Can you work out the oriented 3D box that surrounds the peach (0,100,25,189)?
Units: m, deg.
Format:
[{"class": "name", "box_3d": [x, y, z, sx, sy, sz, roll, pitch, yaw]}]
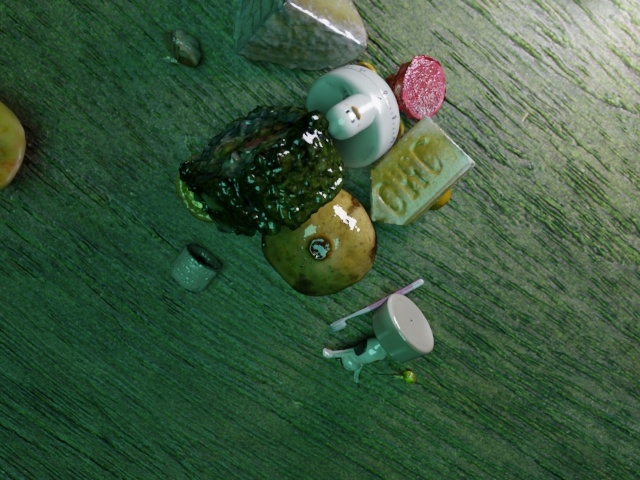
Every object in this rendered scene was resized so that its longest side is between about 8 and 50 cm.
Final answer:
[{"class": "peach", "box_3d": [-0.904, -0.253, 1.193, 0.315, 0.314, 0.281, 44, 137, 17]}]

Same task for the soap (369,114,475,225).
[{"class": "soap", "box_3d": [0.211, -0.144, 1.165, 0.257, 0.080, 0.160, -45, 78, 16]}]

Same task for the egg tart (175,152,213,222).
[{"class": "egg tart", "box_3d": [-0.280, -0.136, 1.286, 0.191, 0.074, 0.191, 1, 104, 4]}]

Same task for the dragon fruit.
[{"class": "dragon fruit", "box_3d": [0.218, -0.365, 1.190, 0.153, 0.111, 0.153, -13, 113, -33]}]

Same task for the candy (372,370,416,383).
[{"class": "candy", "box_3d": [0.209, 0.383, 1.399, 0.122, 0.035, 0.035, 0, 93, 14]}]

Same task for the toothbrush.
[{"class": "toothbrush", "box_3d": [0.154, 0.178, 1.355, 0.286, 0.020, 0.025, -29, 108, 11]}]

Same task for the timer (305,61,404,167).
[{"class": "timer", "box_3d": [0.059, -0.275, 1.134, 0.233, 0.240, 0.234, 30, 140, 29]}]

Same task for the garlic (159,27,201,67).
[{"class": "garlic", "box_3d": [-0.338, -0.474, 1.210, 0.113, 0.094, 0.074, 34, 63, 2]}]

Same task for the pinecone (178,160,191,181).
[{"class": "pinecone", "box_3d": [-0.304, -0.164, 1.209, 0.083, 0.077, 0.077, 24, 107, 30]}]

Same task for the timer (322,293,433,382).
[{"class": "timer", "box_3d": [0.147, 0.282, 1.330, 0.266, 0.175, 0.175, -39, 98, 28]}]

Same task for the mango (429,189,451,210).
[{"class": "mango", "box_3d": [0.260, -0.163, 1.234, 0.102, 0.085, 0.184, -26, 90, 12]}]

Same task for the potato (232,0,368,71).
[{"class": "potato", "box_3d": [-0.046, -0.526, 1.169, 0.264, 0.211, 0.190, 13, 64, -31]}]

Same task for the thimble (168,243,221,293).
[{"class": "thimble", "box_3d": [-0.337, 0.076, 1.327, 0.115, 0.102, 0.090, 42, 104, 2]}]

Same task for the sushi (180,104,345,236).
[{"class": "sushi", "box_3d": [-0.135, -0.151, 1.080, 0.294, 0.352, 0.178, -43, 123, -18]}]

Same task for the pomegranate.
[{"class": "pomegranate", "box_3d": [0.000, 0.000, 1.202, 0.281, 0.281, 0.281, 1, 104, 4]}]
